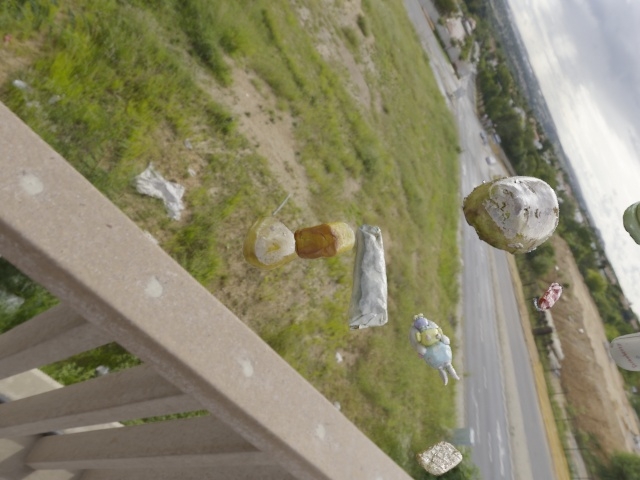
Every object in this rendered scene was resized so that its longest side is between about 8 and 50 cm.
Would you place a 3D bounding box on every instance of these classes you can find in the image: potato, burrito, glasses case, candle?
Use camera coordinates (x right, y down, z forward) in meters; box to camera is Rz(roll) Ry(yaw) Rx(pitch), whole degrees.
[{"bbox_3d":[0.359,-0.065,0.747,0.201,0.081,0.164,-17,68,-32],"label":"potato"},{"bbox_3d":[-0.198,0.033,1.466,0.203,0.178,0.158,54,37,-13],"label":"potato"},{"bbox_3d":[0.103,0.074,0.901,0.059,0.082,0.275,73,16,-46],"label":"burrito"},{"bbox_3d":[0.730,0.230,0.868,0.051,0.204,0.081,-30,90,-42],"label":"glasses case"},{"bbox_3d":[0.682,0.169,1.232,0.162,0.053,0.048,-25,86,-42],"label":"candle"}]

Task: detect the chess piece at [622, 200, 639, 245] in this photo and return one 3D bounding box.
[{"bbox_3d":[0.769,-0.080,0.839,0.133,0.243,0.133,3,64,-7],"label":"chess piece"}]

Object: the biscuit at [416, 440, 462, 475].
[{"bbox_3d":[0.290,0.529,1.001,0.147,0.071,0.018,2,110,-43],"label":"biscuit"}]

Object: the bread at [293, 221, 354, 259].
[{"bbox_3d":[0.000,0.000,1.218,0.095,0.246,0.101,-17,96,-30],"label":"bread"}]

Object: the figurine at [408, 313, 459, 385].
[{"bbox_3d":[0.403,0.380,1.452,0.235,0.127,0.155,-118,-160,-65],"label":"figurine"}]
